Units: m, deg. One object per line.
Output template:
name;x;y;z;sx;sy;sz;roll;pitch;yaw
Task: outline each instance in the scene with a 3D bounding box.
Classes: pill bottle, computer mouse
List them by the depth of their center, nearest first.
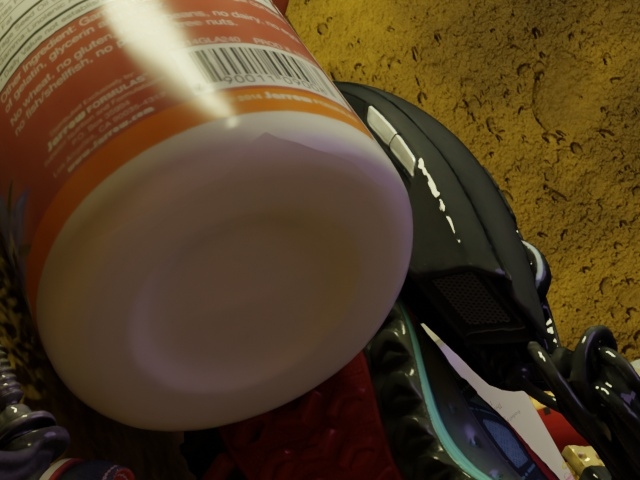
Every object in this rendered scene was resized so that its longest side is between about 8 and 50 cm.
pill bottle;-0.065;-0.048;0.467;0.121;0.121;0.216;51;5;-47
computer mouse;0.074;0.026;0.519;0.184;0.060;0.262;50;-5;-40

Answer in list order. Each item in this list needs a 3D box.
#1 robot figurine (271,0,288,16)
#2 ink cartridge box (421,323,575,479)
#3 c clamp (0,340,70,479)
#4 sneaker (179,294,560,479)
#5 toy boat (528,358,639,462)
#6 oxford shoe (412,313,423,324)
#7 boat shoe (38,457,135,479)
robot figurine;-0.099;-0.194;0.857;0.219;0.128;0.158;61;-5;17
ink cartridge box;0.069;0.140;0.638;0.115;0.067;0.198;-17;-76;55
c clamp;-0.112;0.010;0.376;0.160;0.022;0.137;62;8;26
sneaker;0.041;0.107;0.483;0.125;0.104;0.262;39;10;-48
toy boat;0.188;0.208;0.762;0.267;0.148;0.318;75;6;-54
oxford shoe;0.000;0.000;0.685;0.271;0.098;0.097;57;30;-59
boat shoe;-0.049;0.097;0.320;0.137;0.043;0.049;-101;175;-65
